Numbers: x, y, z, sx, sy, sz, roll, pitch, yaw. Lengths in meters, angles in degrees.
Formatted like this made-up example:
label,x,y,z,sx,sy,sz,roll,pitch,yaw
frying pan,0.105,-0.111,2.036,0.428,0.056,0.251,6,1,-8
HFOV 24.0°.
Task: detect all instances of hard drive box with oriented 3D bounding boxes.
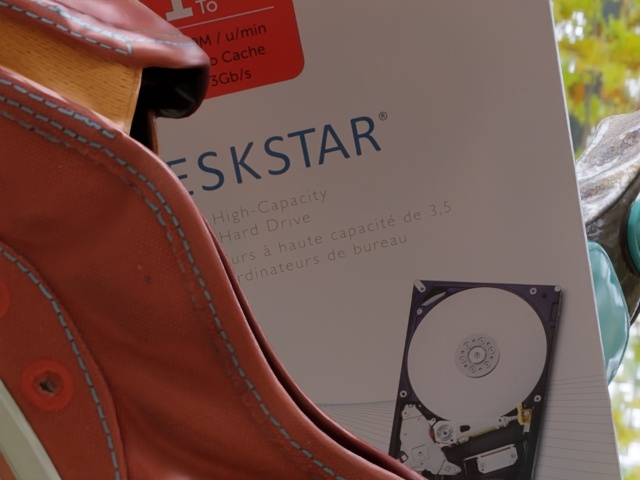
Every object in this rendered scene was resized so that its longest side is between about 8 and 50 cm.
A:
label,x,y,z,sx,sy,sz,roll,pitch,yaw
hard drive box,0.000,0.000,0.563,0.181,0.089,0.232,-15,-74,-8

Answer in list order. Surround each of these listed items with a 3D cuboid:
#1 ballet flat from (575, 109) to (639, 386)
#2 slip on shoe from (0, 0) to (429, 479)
label,x,y,z,sx,sy,sz,roll,pitch,yaw
ballet flat,0.149,0.019,0.923,0.106,0.316,0.107,3,-56,42
slip on shoe,-0.080,-0.031,0.372,0.101,0.123,0.331,-33,-93,-2
